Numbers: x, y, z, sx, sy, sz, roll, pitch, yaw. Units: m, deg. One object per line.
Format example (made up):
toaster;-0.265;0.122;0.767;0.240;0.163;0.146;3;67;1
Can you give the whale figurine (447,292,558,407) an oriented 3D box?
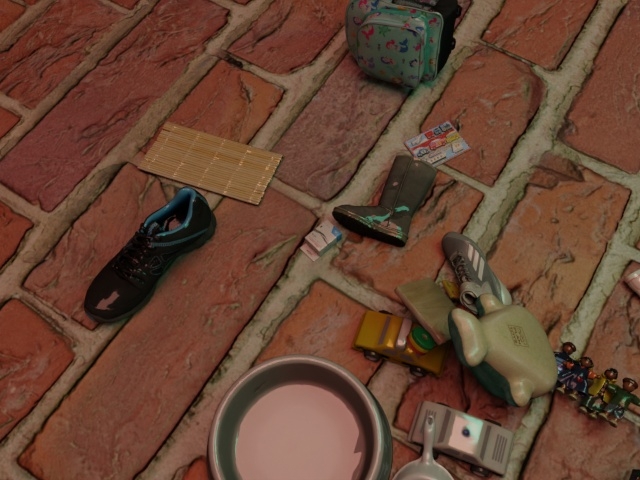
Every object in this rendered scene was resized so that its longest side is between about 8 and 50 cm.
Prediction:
whale figurine;0.307;0.202;1.134;0.272;0.141;0.216;16;50;-40

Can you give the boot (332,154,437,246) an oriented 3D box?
boot;0.144;-0.105;1.388;0.189;0.076;0.208;22;71;-2

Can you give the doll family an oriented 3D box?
doll family;0.500;0.261;1.181;0.193;0.076;0.111;32;73;21

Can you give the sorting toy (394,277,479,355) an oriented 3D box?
sorting toy;0.212;0.141;1.204;0.274;0.046;0.132;-8;53;-52

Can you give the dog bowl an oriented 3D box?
dog bowl;-0.041;0.365;1.132;0.349;0.102;0.349;-1;63;2

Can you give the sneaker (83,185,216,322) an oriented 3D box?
sneaker;-0.367;0.021;1.305;0.125;0.139;0.341;35;70;17

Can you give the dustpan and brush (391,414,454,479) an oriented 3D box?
dustpan and brush;0.183;0.415;1.098;0.147;0.060;0.211;3;94;17

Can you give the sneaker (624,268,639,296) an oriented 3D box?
sneaker;0.697;0.076;1.284;0.134;0.051;0.070;-26;66;-7

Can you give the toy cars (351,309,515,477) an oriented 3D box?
toy cars;0.208;0.272;1.178;0.176;0.087;0.394;-27;64;-11

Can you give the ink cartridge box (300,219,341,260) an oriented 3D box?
ink cartridge box;0.000;0.000;1.363;0.083;0.028;0.048;-40;67;-17

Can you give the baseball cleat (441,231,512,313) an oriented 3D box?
baseball cleat;0.302;0.067;1.278;0.109;0.072;0.206;-16;58;-42

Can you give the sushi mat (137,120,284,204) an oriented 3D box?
sushi mat;-0.258;-0.186;1.478;0.316;0.019;0.151;17;65;11

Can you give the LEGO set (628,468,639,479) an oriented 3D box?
LEGO set;0.562;0.506;0.954;0.192;0.255;0.331;23;69;13

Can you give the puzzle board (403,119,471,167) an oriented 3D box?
puzzle board;0.275;-0.225;1.481;0.128;0.011;0.096;-27;64;-11

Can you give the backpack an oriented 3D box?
backpack;0.180;-0.501;1.514;0.253;0.225;0.191;27;61;20
